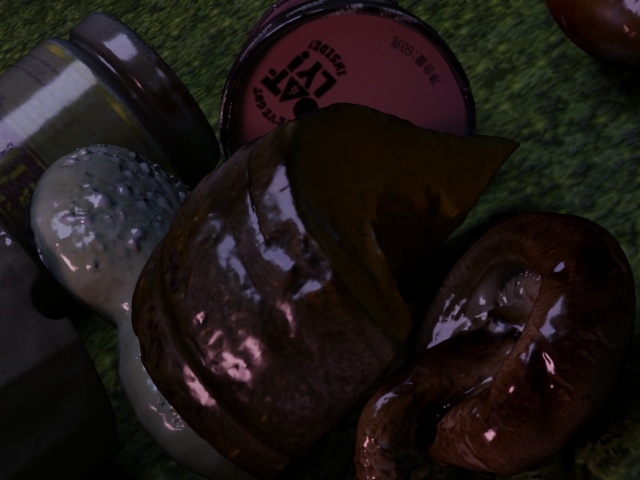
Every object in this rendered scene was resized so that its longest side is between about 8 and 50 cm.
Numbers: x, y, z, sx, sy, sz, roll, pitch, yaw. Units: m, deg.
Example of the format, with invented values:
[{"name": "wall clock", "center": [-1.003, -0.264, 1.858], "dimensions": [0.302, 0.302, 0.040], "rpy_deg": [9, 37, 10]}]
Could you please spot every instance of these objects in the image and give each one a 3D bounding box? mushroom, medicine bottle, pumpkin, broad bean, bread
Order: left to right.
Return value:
[{"name": "medicine bottle", "center": [-0.231, -0.006, 1.099], "dimensions": [0.322, 0.151, 0.151], "rpy_deg": [-42, 30, -13]}, {"name": "bread", "center": [-0.065, 0.035, 0.902], "dimensions": [0.064, 0.172, 0.232], "rpy_deg": [-47, 63, 26]}, {"name": "pumpkin", "center": [-0.001, -0.004, 0.831], "dimensions": [0.131, 0.126, 0.248], "rpy_deg": [-51, 1, 30]}, {"name": "mushroom", "center": [0.082, 0.064, 0.756], "dimensions": [0.170, 0.080, 0.135], "rpy_deg": [-45, 16, -7]}, {"name": "broad bean", "center": [0.195, -0.146, 0.951], "dimensions": [0.114, 0.084, 0.165], "rpy_deg": [-35, 34, -12]}]

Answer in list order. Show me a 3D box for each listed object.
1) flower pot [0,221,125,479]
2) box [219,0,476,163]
[{"name": "flower pot", "center": [-0.269, 0.104, 0.880], "dimensions": [0.259, 0.290, 0.290], "rpy_deg": [-34, 27, -21]}, {"name": "box", "center": [0.014, -0.088, 0.988], "dimensions": [0.151, 0.151, 0.135], "rpy_deg": [-29, 21, 9]}]
